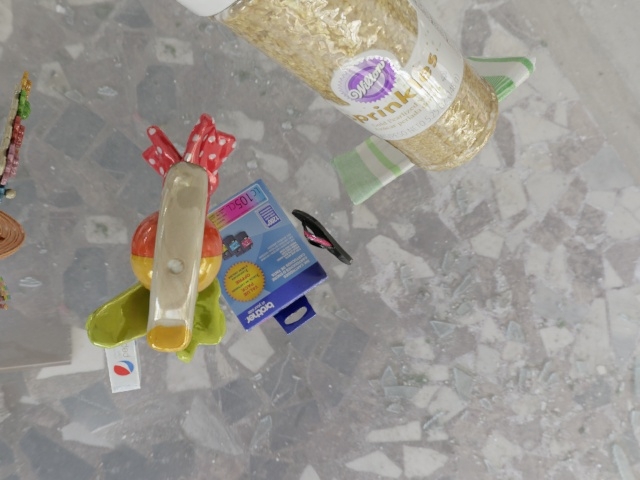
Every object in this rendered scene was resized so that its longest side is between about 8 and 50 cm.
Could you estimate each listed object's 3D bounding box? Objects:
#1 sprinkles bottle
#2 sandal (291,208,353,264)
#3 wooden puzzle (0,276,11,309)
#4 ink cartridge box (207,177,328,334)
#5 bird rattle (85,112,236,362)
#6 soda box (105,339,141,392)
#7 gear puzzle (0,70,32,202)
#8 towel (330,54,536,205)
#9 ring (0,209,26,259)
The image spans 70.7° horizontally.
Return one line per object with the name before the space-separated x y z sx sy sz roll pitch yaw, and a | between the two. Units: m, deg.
sprinkles bottle | 0.033 -0.177 0.396 0.356 0.121 0.121 20 76 -45
sandal | 0.000 0.000 0.998 0.179 0.067 0.040 46 76 -13
wooden puzzle | -0.632 0.097 0.892 0.006 0.049 0.083 -18 93 -15
ink cartridge box | -0.164 0.069 1.263 0.270 0.151 0.395 -35 86 -8
bird rattle | -0.128 0.001 0.439 0.143 0.207 0.253 16 92 -20
soda box | -0.497 0.271 1.131 0.069 0.074 0.215 -4 114 -18
gear puzzle | -0.678 -0.241 1.006 0.044 0.175 0.338 13 53 -37
towel | 0.165 -0.197 0.753 0.325 0.247 0.038 -35 111 8
ring | -0.552 -0.026 0.538 0.337 0.336 0.032 20 100 -9
